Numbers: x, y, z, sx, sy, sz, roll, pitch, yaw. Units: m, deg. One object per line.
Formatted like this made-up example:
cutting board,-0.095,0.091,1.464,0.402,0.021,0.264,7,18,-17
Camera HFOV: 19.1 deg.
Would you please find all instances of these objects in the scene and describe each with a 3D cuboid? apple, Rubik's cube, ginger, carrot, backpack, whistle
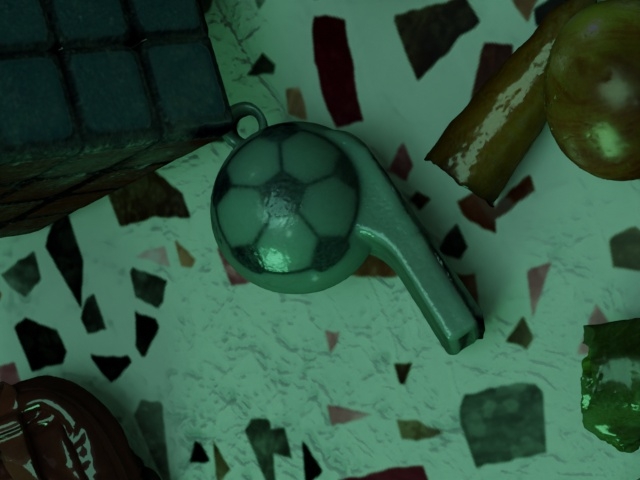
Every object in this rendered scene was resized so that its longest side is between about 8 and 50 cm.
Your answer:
apple,0.246,-0.117,1.487,0.146,0.146,0.146,3,96,27
Rubik's cube,-0.335,-0.184,1.630,0.343,0.344,0.337,-22,83,44
ginger,0.334,0.095,1.494,0.290,0.089,0.137,-23,65,23
carrot,0.168,-0.128,1.569,0.072,0.072,0.205,40,109,19
backpack,-0.263,0.234,1.784,0.229,0.139,0.229,5,102,26
whistle,0.000,0.000,1.620,0.163,0.163,0.290,-39,76,25

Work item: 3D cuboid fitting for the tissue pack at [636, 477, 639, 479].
tissue pack,0.337,0.270,1.479,0.235,0.073,0.173,44,118,0
